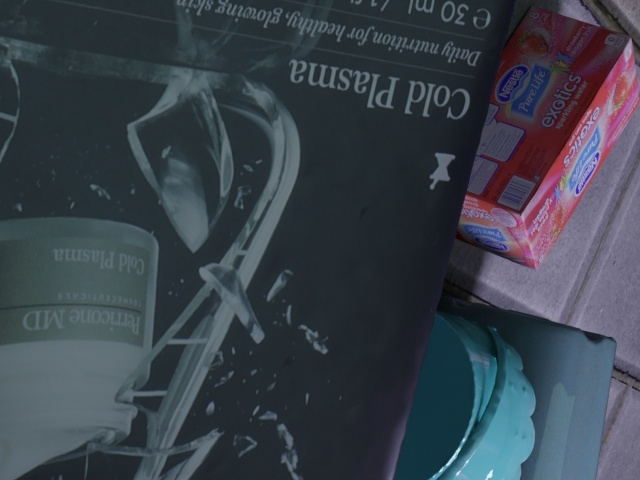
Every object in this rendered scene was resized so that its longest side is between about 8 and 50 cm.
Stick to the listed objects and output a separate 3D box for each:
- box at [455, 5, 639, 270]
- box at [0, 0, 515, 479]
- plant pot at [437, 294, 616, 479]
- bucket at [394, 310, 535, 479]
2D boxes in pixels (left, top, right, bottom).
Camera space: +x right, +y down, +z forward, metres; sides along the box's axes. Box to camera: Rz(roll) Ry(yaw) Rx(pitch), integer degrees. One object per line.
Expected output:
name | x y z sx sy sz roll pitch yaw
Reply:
box | 0.275 -0.134 2.386 0.300 0.154 0.142 -57 151 -21
box | -0.171 -0.020 1.326 0.480 0.297 0.471 5 104 -36
plant pot | 0.232 0.260 2.441 0.341 0.341 0.334 20 84 -63
bucket | 0.110 0.208 2.238 0.183 0.281 0.281 30 83 -60
